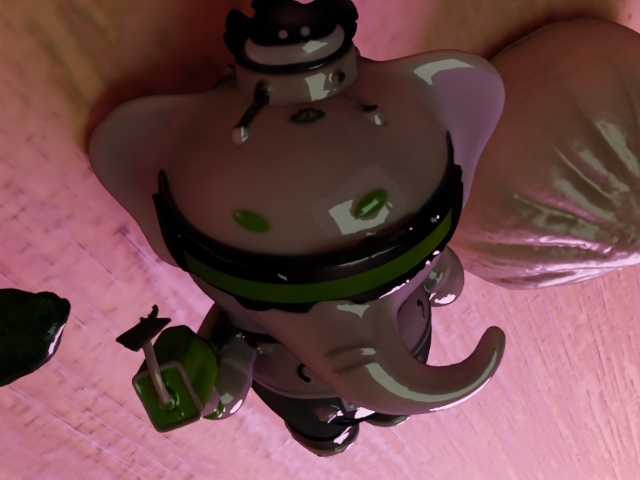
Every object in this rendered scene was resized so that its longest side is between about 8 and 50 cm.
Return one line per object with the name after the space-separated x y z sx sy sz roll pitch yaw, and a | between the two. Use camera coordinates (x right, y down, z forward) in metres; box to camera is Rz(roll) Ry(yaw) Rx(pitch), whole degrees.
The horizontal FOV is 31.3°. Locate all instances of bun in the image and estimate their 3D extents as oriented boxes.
0.118 -0.027 0.519 0.138 0.094 0.138 -25 141 -22 | bun

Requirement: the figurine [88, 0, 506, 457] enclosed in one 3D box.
0.000 0.000 0.400 0.147 0.126 0.192 -16 130 -7 | figurine

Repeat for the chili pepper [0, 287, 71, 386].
-0.161 0.044 0.333 0.182 0.050 0.073 -3 123 -49 | chili pepper
